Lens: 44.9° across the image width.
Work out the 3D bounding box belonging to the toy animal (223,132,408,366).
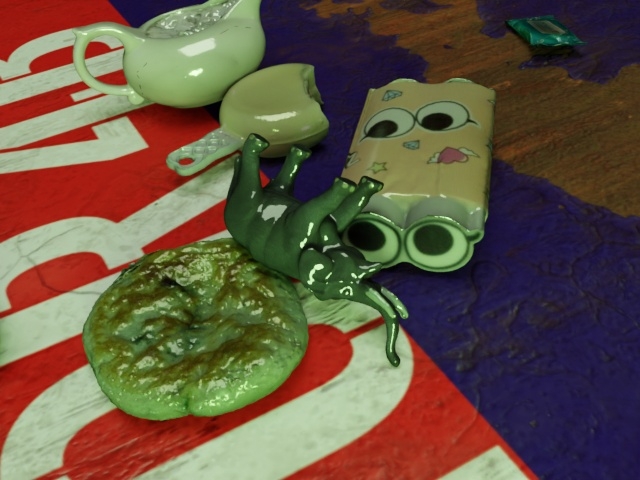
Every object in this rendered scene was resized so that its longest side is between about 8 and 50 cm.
[{"bbox_3d":[0.006,-0.007,0.783,0.269,0.137,0.082,37,19,21],"label":"toy animal"}]

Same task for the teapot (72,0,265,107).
[{"bbox_3d":[-0.203,-0.278,1.120,0.299,0.166,0.208,-15,45,-20],"label":"teapot"}]

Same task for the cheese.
[{"bbox_3d":[-0.100,-0.164,1.049,0.248,0.071,0.163,-18,43,-14],"label":"cheese"}]

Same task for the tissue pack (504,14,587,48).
[{"bbox_3d":[0.356,-0.330,1.233,0.085,0.028,0.138,-5,36,-6],"label":"tissue pack"}]

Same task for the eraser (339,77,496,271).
[{"bbox_3d":[0.120,-0.089,0.929,0.171,0.087,0.291,1,41,15],"label":"eraser"}]

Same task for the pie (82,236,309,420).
[{"bbox_3d":[-0.123,0.083,0.779,0.240,0.054,0.241,-4,39,3],"label":"pie"}]
